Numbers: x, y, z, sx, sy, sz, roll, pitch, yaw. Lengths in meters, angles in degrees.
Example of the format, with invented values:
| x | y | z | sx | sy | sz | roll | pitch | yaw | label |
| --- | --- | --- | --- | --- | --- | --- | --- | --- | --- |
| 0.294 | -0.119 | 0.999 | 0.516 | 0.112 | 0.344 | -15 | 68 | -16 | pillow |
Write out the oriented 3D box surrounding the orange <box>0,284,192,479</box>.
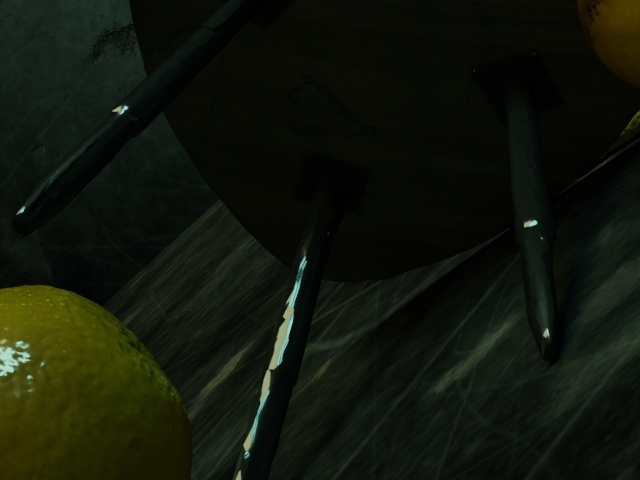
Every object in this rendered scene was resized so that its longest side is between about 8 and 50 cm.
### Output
| x | y | z | sx | sy | sz | roll | pitch | yaw | label |
| --- | --- | --- | --- | --- | --- | --- | --- | --- | --- |
| -0.192 | 0.144 | 1.052 | 0.236 | 0.236 | 0.236 | -43 | 8 | 7 | orange |

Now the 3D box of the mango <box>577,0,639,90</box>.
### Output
| x | y | z | sx | sy | sz | roll | pitch | yaw | label |
| --- | --- | --- | --- | --- | --- | --- | --- | --- | --- |
| 0.217 | -0.151 | 0.865 | 0.145 | 0.112 | 0.219 | -3 | 32 | 45 | mango |

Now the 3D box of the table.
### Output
| x | y | z | sx | sy | sz | roll | pitch | yaw | label |
| --- | --- | --- | --- | --- | --- | --- | --- | --- | --- |
| 0.000 | 0.000 | 0.933 | 0.317 | 0.317 | 0.249 | -37 | 24 | 40 | table |

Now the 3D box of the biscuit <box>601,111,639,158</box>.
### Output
| x | y | z | sx | sy | sz | roll | pitch | yaw | label |
| --- | --- | --- | --- | --- | --- | --- | --- | --- | --- |
| 0.229 | -0.124 | 1.056 | 0.144 | 0.016 | 0.203 | -37 | 10 | 44 | biscuit |
